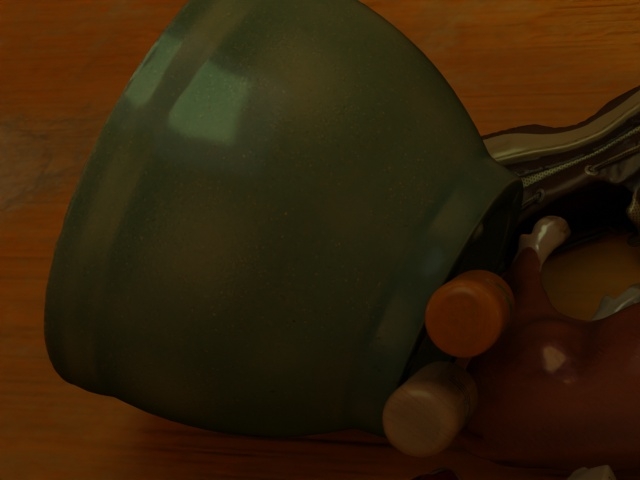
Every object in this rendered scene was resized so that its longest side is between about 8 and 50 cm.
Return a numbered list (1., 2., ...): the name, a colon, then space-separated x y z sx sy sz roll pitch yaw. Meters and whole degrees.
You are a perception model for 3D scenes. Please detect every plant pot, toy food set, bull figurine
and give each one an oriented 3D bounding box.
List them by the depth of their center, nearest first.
1. toy food set: 0.102 0.135 0.862 0.111 0.232 0.104 -30 -3 15
2. bull figurine: 0.229 0.070 0.917 0.310 0.101 0.188 1 40 20
3. plant pot: 0.000 0.000 0.978 0.196 0.293 0.293 27 55 14

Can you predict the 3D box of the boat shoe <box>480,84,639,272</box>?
1. boat shoe: 0.205 -0.037 1.066 0.257 0.095 0.095 -19 53 11
